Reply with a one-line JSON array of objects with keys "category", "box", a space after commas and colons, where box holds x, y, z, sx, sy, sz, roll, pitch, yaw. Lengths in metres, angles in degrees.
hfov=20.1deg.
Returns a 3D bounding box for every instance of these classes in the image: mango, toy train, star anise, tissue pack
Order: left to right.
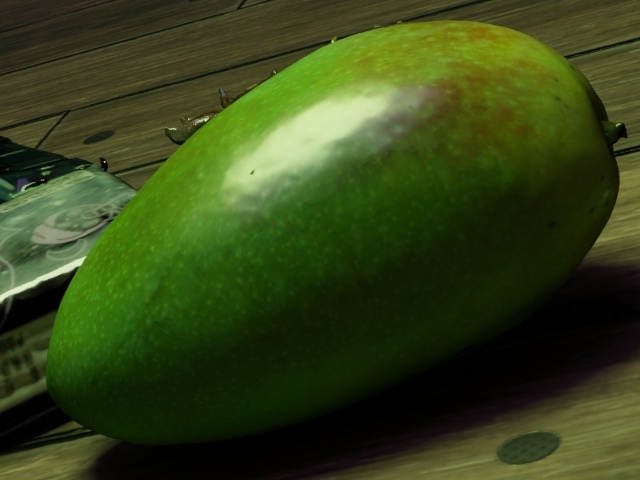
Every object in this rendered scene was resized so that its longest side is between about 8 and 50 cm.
[{"category": "tissue pack", "box": [-0.274, 0.067, 1.285, 0.361, 0.122, 0.259, -26, 19, -15]}, {"category": "toy train", "box": [-0.313, -0.046, 1.662, 0.086, 0.089, 0.409, -23, 18, -26]}, {"category": "star anise", "box": [-0.080, -0.113, 1.693, 0.141, 0.042, 0.141, -17, 23, 7]}, {"category": "mango", "box": [0.000, 0.000, 1.095, 0.382, 0.201, 0.225, -29, 41, 3]}]

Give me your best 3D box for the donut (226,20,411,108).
[{"category": "donut", "box": [0.030, -0.098, 1.476, 0.216, 0.096, 0.230, -30, 22, -22]}]
